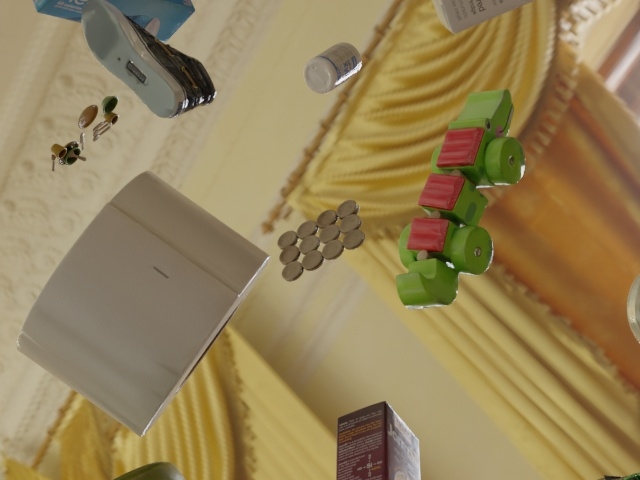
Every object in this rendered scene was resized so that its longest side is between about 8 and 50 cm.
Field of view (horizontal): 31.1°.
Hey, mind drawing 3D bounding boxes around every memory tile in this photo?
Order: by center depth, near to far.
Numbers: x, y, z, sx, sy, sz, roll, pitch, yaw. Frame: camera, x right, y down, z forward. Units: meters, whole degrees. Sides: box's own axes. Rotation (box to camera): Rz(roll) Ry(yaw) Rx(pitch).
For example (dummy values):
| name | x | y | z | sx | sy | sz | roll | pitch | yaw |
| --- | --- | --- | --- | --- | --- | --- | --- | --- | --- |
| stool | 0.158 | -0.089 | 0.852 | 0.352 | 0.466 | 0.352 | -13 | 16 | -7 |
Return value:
| name | x | y | z | sx | sy | sz | roll | pitch | yaw |
| --- | --- | --- | --- | --- | --- | --- | --- | --- | --- |
| memory tile | 0.000 | 0.000 | 1.810 | 0.148 | 0.113 | 0.012 | -27 | -50 | 13 |

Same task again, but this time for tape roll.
| name | x | y | z | sx | sy | sz | roll | pitch | yaw |
| --- | --- | --- | --- | --- | --- | --- | --- | --- | --- |
| tape roll | -0.190 | 0.069 | 1.262 | 0.246 | 0.169 | 0.246 | -54 | 0 | 1 |

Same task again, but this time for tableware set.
| name | x | y | z | sx | sy | sz | roll | pitch | yaw |
| --- | --- | --- | --- | --- | --- | --- | --- | --- | --- |
| tableware set | -0.398 | -0.181 | 1.956 | 0.154 | 0.024 | 0.104 | -44 | -19 | -35 |

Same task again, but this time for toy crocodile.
| name | x | y | z | sx | sy | sz | roll | pitch | yaw |
| --- | --- | --- | --- | --- | --- | --- | --- | --- | --- |
| toy crocodile | 0.180 | -0.059 | 1.529 | 0.105 | 0.115 | 0.340 | 39 | -115 | -42 |

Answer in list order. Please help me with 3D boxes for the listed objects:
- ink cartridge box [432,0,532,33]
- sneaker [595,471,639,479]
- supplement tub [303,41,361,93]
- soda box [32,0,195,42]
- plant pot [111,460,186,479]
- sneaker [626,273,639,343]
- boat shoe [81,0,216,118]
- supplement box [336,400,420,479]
| name | x | y | z | sx | sy | sz | roll | pitch | yaw |
| --- | --- | --- | --- | --- | --- | --- | --- | --- | --- |
| ink cartridge box | 0.260 | -0.422 | 1.506 | 0.278 | 0.117 | 0.201 | -22 | -71 | 3 |
| sneaker | 0.404 | 0.342 | 1.472 | 0.146 | 0.134 | 0.343 | -29 | 1 | -43 |
| supplement tub | 0.022 | -0.321 | 2.140 | 0.107 | 0.071 | 0.071 | -41 | -23 | -47 |
| soda box | -0.264 | -0.313 | 1.454 | 0.071 | 0.067 | 0.210 | -40 | -27 | 31 |
| plant pot | -0.143 | 0.405 | 1.033 | 0.366 | 0.353 | 0.366 | -33 | -12 | -8 |
| sneaker | 0.502 | 0.110 | 1.231 | 0.148 | 0.350 | 0.131 | 165 | 124 | -71 |
| boat shoe | -0.209 | -0.221 | 1.391 | 0.065 | 0.183 | 0.083 | -49 | -14 | 34 |
| supplement box | 0.080 | 0.328 | 1.558 | 0.081 | 0.188 | 0.104 | -24 | -53 | 21 |
